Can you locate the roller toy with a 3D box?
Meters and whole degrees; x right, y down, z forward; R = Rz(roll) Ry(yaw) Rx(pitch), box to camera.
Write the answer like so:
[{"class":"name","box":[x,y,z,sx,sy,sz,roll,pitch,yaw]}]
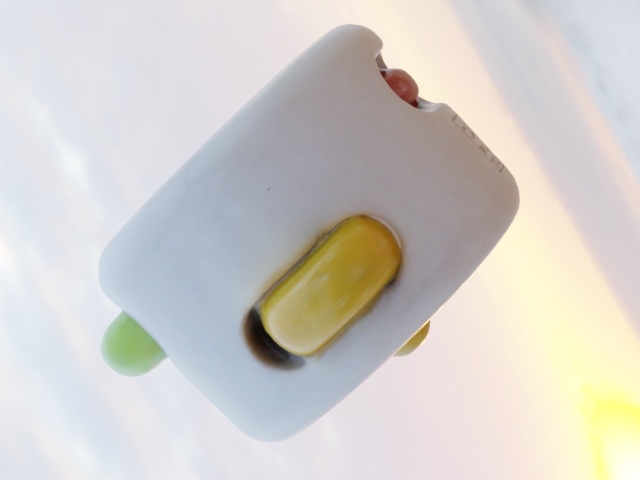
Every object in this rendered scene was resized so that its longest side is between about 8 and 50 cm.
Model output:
[{"class":"roller toy","box":[0.000,0.000,0.974,0.146,0.191,0.209,45,146,-2]}]
